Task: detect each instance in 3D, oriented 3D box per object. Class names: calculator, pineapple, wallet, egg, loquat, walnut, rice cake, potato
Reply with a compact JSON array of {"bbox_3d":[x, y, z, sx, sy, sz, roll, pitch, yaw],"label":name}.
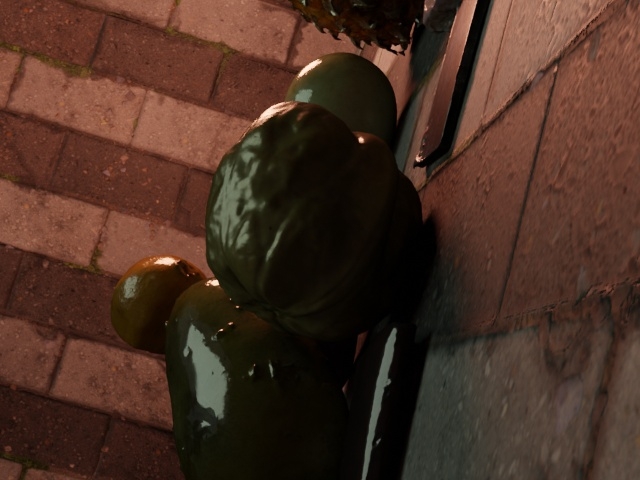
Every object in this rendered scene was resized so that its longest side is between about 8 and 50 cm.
[{"bbox_3d":[0.181,-0.230,1.334,0.161,0.021,0.262,146,140,-82],"label":"calculator"},{"bbox_3d":[0.094,-0.560,1.944,0.352,0.300,0.352,-165,90,-79],"label":"pineapple"},{"bbox_3d":[0.056,0.218,1.079,0.182,0.049,0.229,117,167,-66],"label":"wallet"},{"bbox_3d":[0.032,-0.207,1.852,0.218,0.218,0.295,-107,26,-82],"label":"egg"},{"bbox_3d":[-0.313,0.125,1.903,0.176,0.187,0.234,-91,26,-49],"label":"loquat"},{"bbox_3d":[-0.010,-0.019,1.242,0.253,0.282,0.277,129,160,-63],"label":"walnut"},{"bbox_3d":[0.214,-0.414,1.383,0.365,0.056,0.073,115,168,-65],"label":"rice cake"},{"bbox_3d":[-0.096,0.203,1.343,0.270,0.219,0.359,-44,56,41],"label":"potato"}]

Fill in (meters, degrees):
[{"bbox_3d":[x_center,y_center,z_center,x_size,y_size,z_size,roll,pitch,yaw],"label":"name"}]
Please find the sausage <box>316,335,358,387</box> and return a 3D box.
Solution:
[{"bbox_3d":[0.003,0.063,1.469,0.116,0.134,0.354,-135,49,-64],"label":"sausage"}]
